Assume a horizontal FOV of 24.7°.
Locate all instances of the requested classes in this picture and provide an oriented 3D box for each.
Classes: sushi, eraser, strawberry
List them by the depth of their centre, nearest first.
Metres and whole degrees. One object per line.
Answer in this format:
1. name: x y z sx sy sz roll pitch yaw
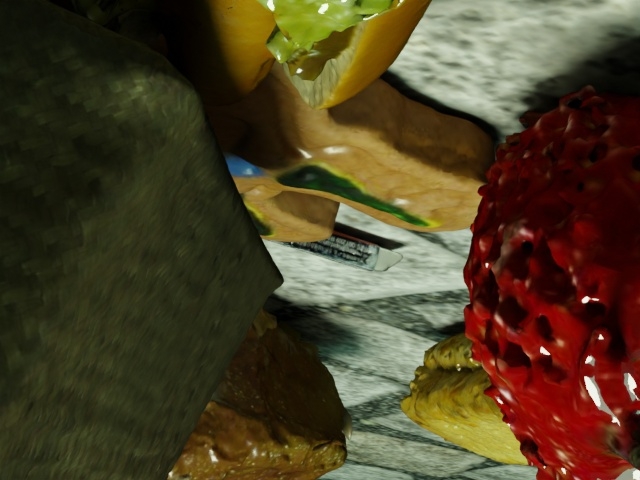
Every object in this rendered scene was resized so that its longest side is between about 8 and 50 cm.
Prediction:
1. strawberry: 0.133 0.022 0.585 0.186 0.184 0.201 -4 -147 -35
2. eraser: 0.000 0.000 0.838 0.099 0.019 0.027 19 176 -23
3. sushi: -0.086 0.105 1.035 0.167 0.179 0.296 -33 155 34

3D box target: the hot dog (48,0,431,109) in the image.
1. hot dog: -0.013 -0.105 0.356 0.135 0.100 0.337 14 164 -8

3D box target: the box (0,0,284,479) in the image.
1. box: -0.134 0.007 0.499 0.184 0.143 0.273 26 170 10

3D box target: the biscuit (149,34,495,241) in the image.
1. biscuit: -0.070 -0.060 0.635 0.202 0.047 0.334 -4 158 40

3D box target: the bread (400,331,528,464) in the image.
1. bread: 0.147 0.096 0.955 0.114 0.083 0.211 24 159 -24
